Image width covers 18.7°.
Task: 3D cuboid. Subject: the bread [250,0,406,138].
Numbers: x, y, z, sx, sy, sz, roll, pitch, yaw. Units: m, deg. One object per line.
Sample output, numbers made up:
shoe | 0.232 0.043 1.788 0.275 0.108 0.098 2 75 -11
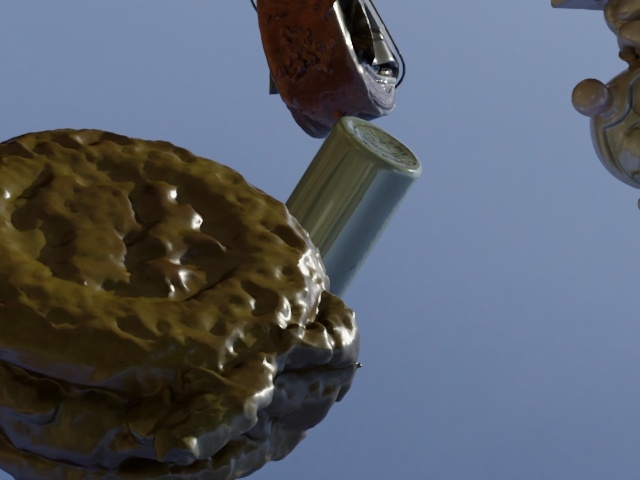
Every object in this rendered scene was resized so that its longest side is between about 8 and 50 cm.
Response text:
bread | 0.001 -0.217 2.134 0.142 0.224 0.212 -16 -138 18

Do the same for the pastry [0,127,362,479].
pastry | -0.101 0.046 1.034 0.235 0.132 0.240 29 -145 18

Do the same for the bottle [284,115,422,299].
bottle | 0.000 0.000 1.960 0.245 0.104 0.104 -57 -149 19

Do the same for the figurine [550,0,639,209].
figurine | 0.320 -0.157 1.950 0.144 0.257 0.182 -9 176 34
